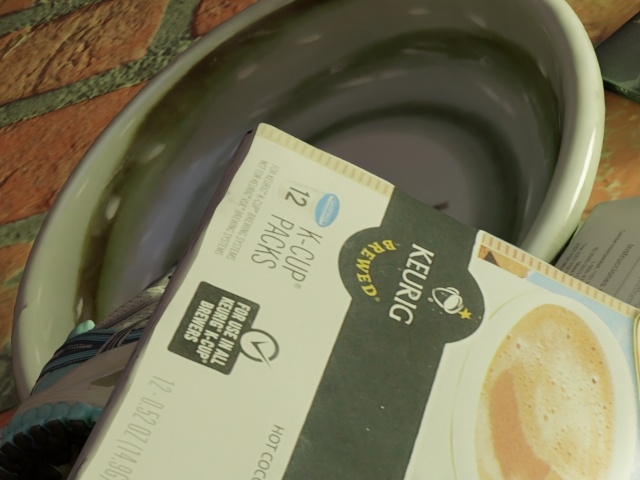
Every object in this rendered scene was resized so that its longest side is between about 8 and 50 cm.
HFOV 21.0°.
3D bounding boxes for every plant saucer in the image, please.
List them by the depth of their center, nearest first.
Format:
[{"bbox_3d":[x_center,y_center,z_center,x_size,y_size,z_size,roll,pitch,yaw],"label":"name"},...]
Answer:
[{"bbox_3d":[0.000,0.000,1.045,0.400,0.100,0.400,-22,43,22],"label":"plant saucer"}]

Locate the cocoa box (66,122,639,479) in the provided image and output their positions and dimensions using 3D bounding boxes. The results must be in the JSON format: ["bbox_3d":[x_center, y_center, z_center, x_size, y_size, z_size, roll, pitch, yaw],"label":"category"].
[{"bbox_3d":[-0.004,0.176,0.599,0.228,0.231,0.347,25,40,-2],"label":"cocoa box"}]

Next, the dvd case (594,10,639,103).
[{"bbox_3d":[0.295,-0.168,1.178,0.221,0.018,0.164,-40,25,-4],"label":"dvd case"}]

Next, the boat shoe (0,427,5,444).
[{"bbox_3d":[-0.179,0.132,1.096,0.100,0.035,0.035,-18,57,5],"label":"boat shoe"}]

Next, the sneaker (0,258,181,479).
[{"bbox_3d":[-0.044,0.047,0.867,0.283,0.110,0.122,-20,38,29],"label":"sneaker"}]

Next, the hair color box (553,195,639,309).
[{"bbox_3d":[0.254,0.055,0.740,0.374,0.113,0.185,-10,31,46],"label":"hair color box"}]
